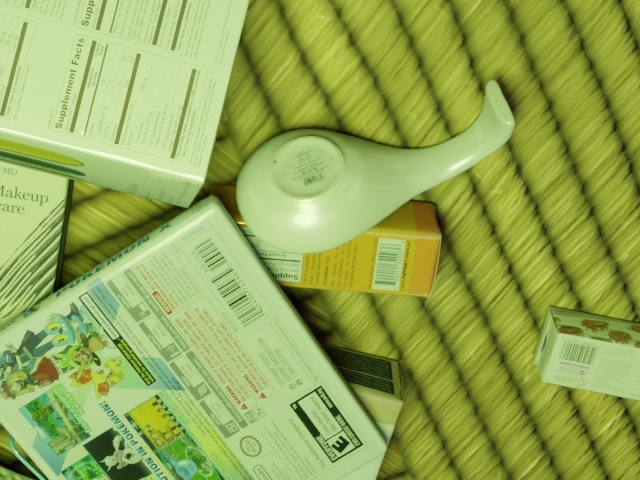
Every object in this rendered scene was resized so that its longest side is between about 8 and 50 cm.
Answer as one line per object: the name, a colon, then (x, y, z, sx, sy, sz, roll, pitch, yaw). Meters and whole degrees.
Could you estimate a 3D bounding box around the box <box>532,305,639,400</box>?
box: (0.391, 0.139, 1.434, 0.323, 0.063, 0.067, 10, 116, -7)

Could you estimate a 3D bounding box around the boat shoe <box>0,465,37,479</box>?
boat shoe: (-0.302, 0.372, 1.432, 0.500, 0.187, 0.156, 33, 111, -29)

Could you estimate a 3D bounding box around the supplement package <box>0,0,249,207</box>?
supplement package: (-0.212, -0.161, 1.160, 0.262, 0.199, 0.198, 14, 83, -8)

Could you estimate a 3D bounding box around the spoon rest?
spoon rest: (0.053, -0.071, 1.303, 0.276, 0.137, 0.084, -19, 152, 0)

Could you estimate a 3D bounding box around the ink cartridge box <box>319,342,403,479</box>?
ink cartridge box: (-0.034, 0.226, 1.448, 0.193, 0.088, 0.235, 14, 113, -7)

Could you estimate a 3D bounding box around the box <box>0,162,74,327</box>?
box: (-0.313, 0.023, 1.338, 0.113, 0.094, 0.275, 8, 115, -6)

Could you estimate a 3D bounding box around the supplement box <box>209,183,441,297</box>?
supplement box: (0.000, 0.000, 1.348, 0.233, 0.078, 0.080, 7, 118, -4)

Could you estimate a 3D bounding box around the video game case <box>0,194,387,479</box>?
video game case: (-0.141, 0.162, 1.330, 0.300, 0.036, 0.329, -32, 113, 5)

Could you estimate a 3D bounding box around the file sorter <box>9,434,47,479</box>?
file sorter: (-0.225, 0.183, 1.412, 0.170, 0.104, 0.118, -35, 112, 13)
